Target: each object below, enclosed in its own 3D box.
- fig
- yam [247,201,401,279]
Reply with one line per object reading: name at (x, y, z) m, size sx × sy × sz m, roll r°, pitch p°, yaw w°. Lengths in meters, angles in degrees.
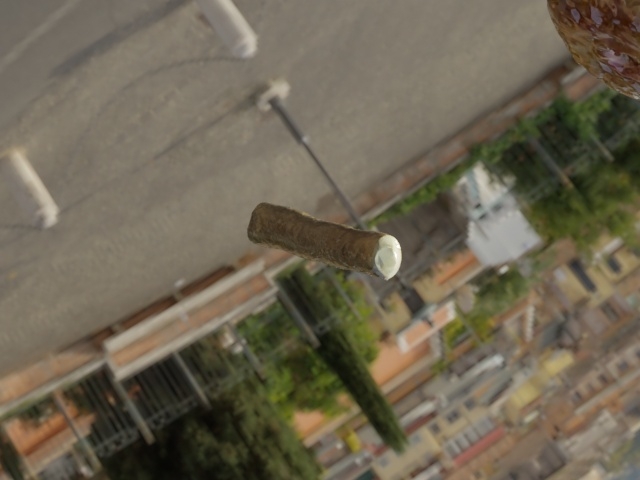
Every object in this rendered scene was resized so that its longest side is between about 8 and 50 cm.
fig at (0.428, -0.344, 1.368) m, size 0.369 × 0.286 × 0.286 m, roll -63°, pitch 168°, yaw -15°
yam at (0.000, 0.000, 1.600) m, size 0.066 × 0.299 × 0.066 m, roll -9°, pitch 106°, yaw -35°
